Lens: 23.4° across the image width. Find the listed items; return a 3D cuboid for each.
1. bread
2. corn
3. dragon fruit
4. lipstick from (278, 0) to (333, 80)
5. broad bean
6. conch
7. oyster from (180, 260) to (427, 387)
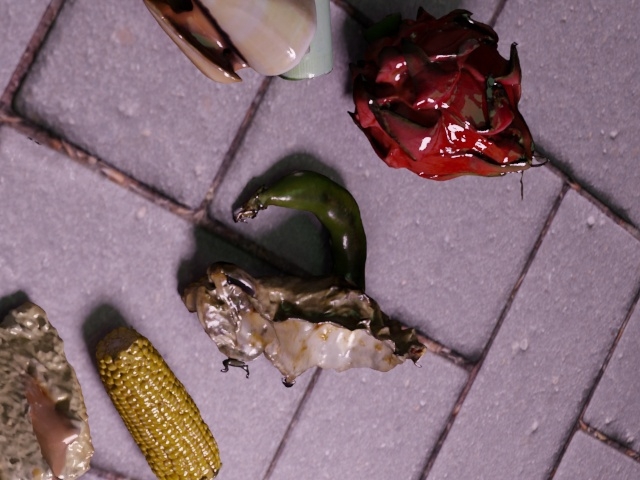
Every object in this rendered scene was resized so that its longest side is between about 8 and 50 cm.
[{"bbox_3d":[-0.386,0.218,1.748,0.184,0.224,0.211,-4,151,-50],"label":"bread"},{"bbox_3d":[-0.200,0.212,1.917,0.091,0.091,0.260,-17,128,8],"label":"corn"},{"bbox_3d":[0.165,-0.165,2.002,0.234,0.293,0.234,-34,161,-13],"label":"dragon fruit"},{"bbox_3d":[-0.027,-0.341,1.871,0.076,0.076,0.304,-24,123,-36],"label":"lipstick"},{"bbox_3d":[0.000,0.000,2.063,0.144,0.049,0.292,-47,133,-9],"label":"broad bean"},{"bbox_3d":[-0.111,-0.287,1.800,0.158,0.127,0.255,-41,117,19],"label":"conch"},{"bbox_3d":[-0.032,0.113,2.005,0.337,0.198,0.133,13,52,-33],"label":"oyster"}]
